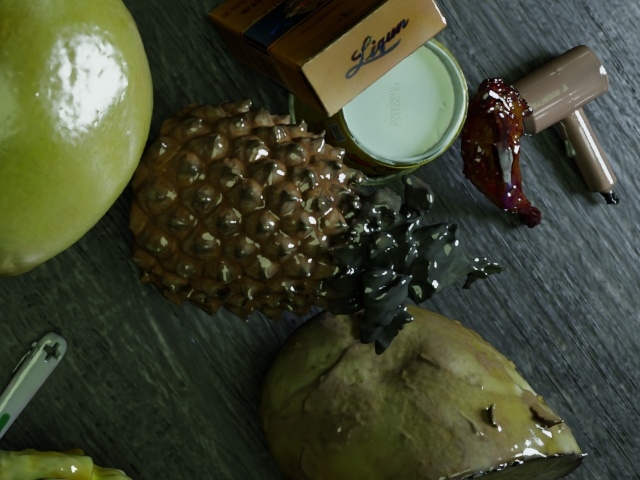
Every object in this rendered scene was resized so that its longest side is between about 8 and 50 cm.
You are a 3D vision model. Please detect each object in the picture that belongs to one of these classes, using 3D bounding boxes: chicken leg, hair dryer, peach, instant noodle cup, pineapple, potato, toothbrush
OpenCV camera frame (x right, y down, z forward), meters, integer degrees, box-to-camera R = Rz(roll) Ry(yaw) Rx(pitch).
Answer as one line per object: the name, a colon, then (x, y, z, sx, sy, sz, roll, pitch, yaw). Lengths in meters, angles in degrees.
chicken leg: (0.197, -0.087, 1.769, 0.093, 0.053, 0.205, -30, 134, -28)
hair dryer: (0.285, -0.114, 1.828, 0.117, 0.064, 0.181, -31, 105, -9)
peach: (-0.313, -0.133, 1.559, 0.315, 0.281, 0.314, -44, 85, -5)
instant noodle cup: (0.069, -0.147, 1.728, 0.182, 0.144, 0.182, -1, 93, -13)
pineapple: (-0.001, 0.001, 1.625, 0.357, 0.223, 0.223, 19, 88, 14)
potato: (0.088, 0.173, 1.710, 0.289, 0.301, 0.237, -6, 66, -36)
toothbrush: (-0.397, 0.265, 1.694, 0.042, 0.040, 0.418, 42, 78, -35)

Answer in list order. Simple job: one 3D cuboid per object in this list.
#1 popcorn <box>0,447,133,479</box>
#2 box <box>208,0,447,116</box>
popcorn: (-0.285, 0.341, 1.590, 0.335, 0.279, 0.274, 12, 59, -51)
box: (0.001, -0.223, 1.659, 0.152, 0.237, 0.070, -39, 124, -10)
